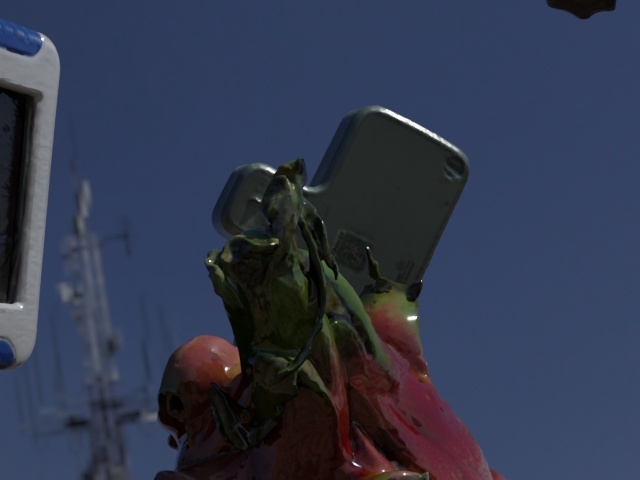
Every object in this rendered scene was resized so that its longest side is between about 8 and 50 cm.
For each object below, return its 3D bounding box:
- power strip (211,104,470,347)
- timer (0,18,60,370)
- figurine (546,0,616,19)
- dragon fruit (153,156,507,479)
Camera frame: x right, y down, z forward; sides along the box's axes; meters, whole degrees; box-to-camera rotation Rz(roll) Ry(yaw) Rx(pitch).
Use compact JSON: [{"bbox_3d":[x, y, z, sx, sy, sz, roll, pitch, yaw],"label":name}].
[{"bbox_3d":[0.000,0.000,1.648,0.193,0.265,0.059,28,-8,-11],"label":"power strip"},{"bbox_3d":[-0.265,-0.036,1.316,0.078,0.254,0.178,3,-5,23],"label":"timer"},{"bbox_3d":[0.248,-0.271,1.099,0.206,0.365,0.218,21,-37,-5],"label":"figurine"},{"bbox_3d":[0.000,0.076,0.618,0.135,0.236,0.137,-9,21,2],"label":"dragon fruit"}]
